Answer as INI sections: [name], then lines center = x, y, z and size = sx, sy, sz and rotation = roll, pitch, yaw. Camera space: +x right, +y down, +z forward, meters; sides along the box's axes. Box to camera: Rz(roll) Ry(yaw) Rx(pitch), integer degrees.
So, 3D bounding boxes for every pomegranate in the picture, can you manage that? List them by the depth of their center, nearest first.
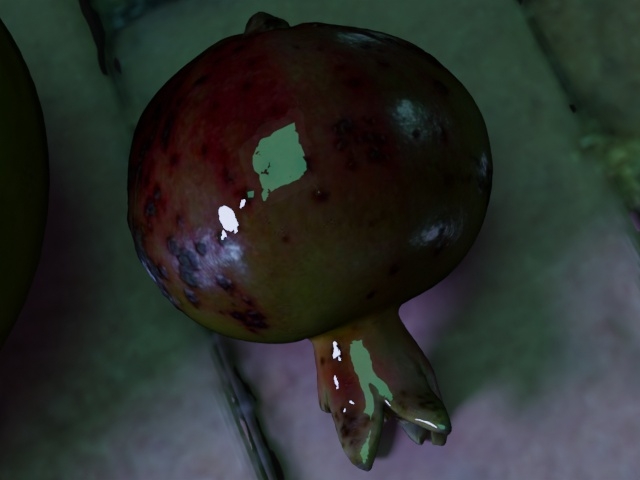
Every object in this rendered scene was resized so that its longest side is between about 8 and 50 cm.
[pomegranate]
center = -0.007, -0.001, 0.525
size = 0.129, 0.129, 0.159
rotation = 2, 77, 12

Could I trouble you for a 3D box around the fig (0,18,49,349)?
[fig]
center = -0.192, -0.008, 0.528
size = 0.207, 0.207, 0.230
rotation = -29, 95, -1
